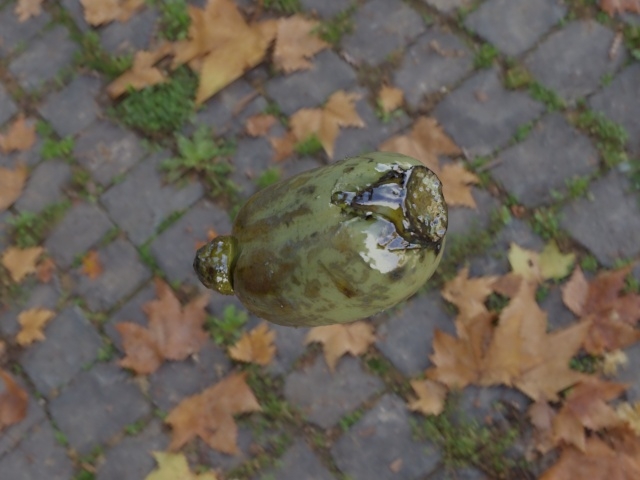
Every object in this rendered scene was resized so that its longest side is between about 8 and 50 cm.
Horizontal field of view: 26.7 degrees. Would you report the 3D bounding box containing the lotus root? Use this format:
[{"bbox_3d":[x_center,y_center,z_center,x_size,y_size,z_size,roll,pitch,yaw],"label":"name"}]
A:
[{"bbox_3d":[0.000,0.000,1.414,0.309,0.173,0.173,-15,50,38],"label":"lotus root"}]
